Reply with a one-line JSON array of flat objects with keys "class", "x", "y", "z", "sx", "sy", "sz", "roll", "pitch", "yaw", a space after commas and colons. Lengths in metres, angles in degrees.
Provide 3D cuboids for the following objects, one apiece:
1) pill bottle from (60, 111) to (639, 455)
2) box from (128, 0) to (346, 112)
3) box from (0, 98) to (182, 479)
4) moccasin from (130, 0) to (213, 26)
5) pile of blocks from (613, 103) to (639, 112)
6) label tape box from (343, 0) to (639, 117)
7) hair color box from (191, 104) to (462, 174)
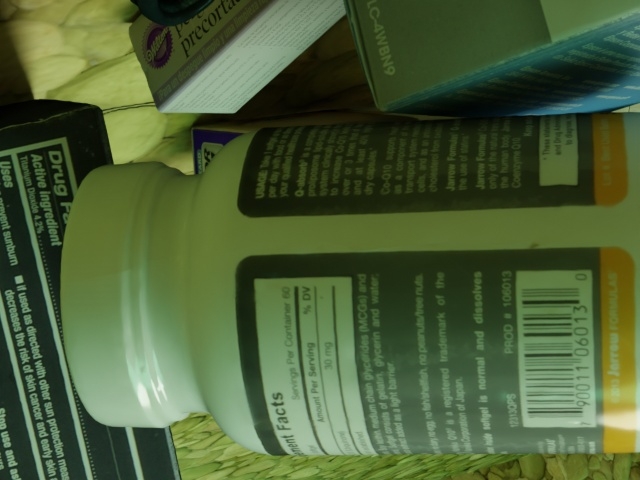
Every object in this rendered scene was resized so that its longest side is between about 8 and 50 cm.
[{"class": "pill bottle", "x": 0.029, "y": 0.023, "z": 0.684, "sx": 0.279, "sy": 0.162, "sz": 0.162, "roll": -2, "pitch": 166, "yaw": 11}, {"class": "box", "x": 0.013, "y": -0.176, "z": 0.761, "sx": 0.067, "sy": 0.063, "sz": 0.324, "roll": -4, "pitch": 156, "yaw": -44}, {"class": "box", "x": -0.252, "y": 0.093, "z": 0.806, "sx": 0.294, "sy": 0.296, "sz": 0.183, "roll": -14, "pitch": -168, "yaw": -19}, {"class": "moccasin", "x": 0.029, "y": -0.210, "z": 0.586, "sx": 0.138, "sy": 0.116, "sz": 0.342, "roll": -3, "pitch": 155, "yaw": -45}, {"class": "pile of blocks", "x": 0.190, "y": -0.072, "z": 1.200, "sx": 0.113, "sy": 0.148, "sz": 0.362, "roll": 0, "pitch": 148, "yaw": -11}, {"class": "label tape box", "x": 0.215, "y": -0.157, "z": 0.663, "sx": 0.348, "sy": 0.115, "sz": 0.249, "roll": -19, "pitch": 173, "yaw": 31}, {"class": "hair color box", "x": 0.074, "y": -0.029, "z": 0.941, "sx": 0.185, "sy": 0.110, "sz": 0.339, "roll": -10, "pitch": -170, "yaw": -33}]
